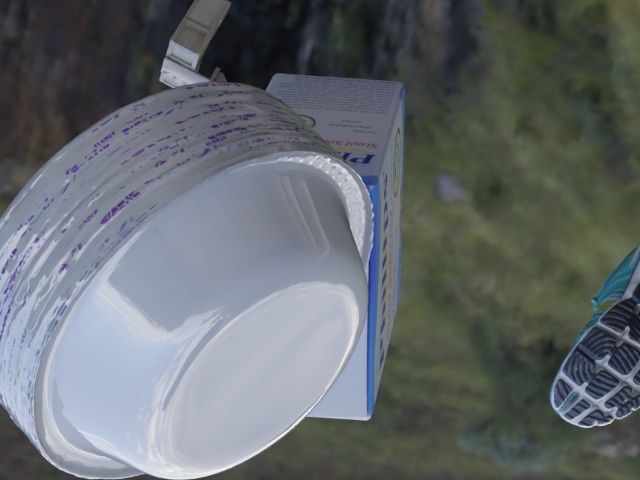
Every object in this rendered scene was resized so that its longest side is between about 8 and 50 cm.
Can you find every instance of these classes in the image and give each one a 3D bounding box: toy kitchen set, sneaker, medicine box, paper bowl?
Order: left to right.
[{"bbox_3d":[-0.081,0.046,1.110,0.148,0.284,0.284,43,-165,31],"label":"paper bowl"},{"bbox_3d":[-0.112,-0.192,1.667,0.068,0.075,0.083,28,153,-1],"label":"toy kitchen set"},{"bbox_3d":[0.000,0.000,1.709,0.149,0.264,0.289,3,-153,7],"label":"medicine box"},{"bbox_3d":[0.342,0.094,1.830,0.107,0.275,0.110,42,161,-11],"label":"sneaker"}]
